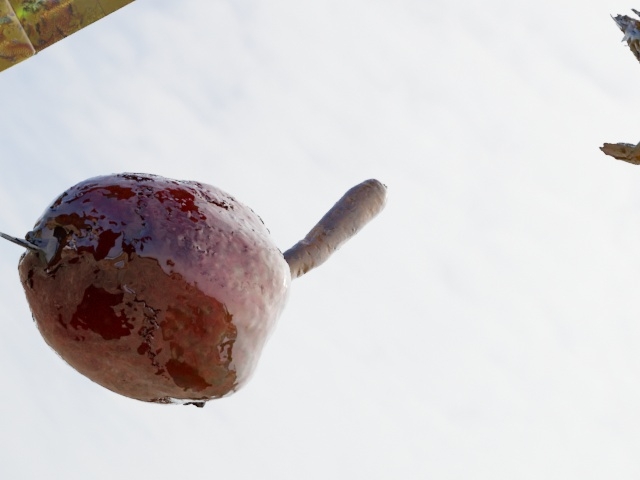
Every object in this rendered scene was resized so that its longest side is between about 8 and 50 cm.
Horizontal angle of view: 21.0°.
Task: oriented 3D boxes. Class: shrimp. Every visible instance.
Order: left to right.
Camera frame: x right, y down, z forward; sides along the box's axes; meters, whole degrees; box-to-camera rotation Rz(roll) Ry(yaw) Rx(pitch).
[{"bbox_3d":[0.183,-0.089,1.002,0.023,0.083,0.114,15,28,-27],"label":"shrimp"}]

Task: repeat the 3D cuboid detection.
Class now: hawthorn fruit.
[{"bbox_3d":[-0.137,0.023,1.256,0.235,0.181,0.181,29,-6,-32],"label":"hawthorn fruit"}]

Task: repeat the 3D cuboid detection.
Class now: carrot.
[{"bbox_3d":[0.001,0.001,1.508,0.036,0.165,0.035,38,-25,21],"label":"carrot"}]

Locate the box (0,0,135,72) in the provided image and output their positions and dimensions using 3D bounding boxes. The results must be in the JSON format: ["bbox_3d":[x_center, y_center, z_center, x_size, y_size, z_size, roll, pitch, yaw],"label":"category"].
[{"bbox_3d":[-0.198,-0.192,1.272,0.089,0.156,0.022,64,-12,-14],"label":"box"}]
